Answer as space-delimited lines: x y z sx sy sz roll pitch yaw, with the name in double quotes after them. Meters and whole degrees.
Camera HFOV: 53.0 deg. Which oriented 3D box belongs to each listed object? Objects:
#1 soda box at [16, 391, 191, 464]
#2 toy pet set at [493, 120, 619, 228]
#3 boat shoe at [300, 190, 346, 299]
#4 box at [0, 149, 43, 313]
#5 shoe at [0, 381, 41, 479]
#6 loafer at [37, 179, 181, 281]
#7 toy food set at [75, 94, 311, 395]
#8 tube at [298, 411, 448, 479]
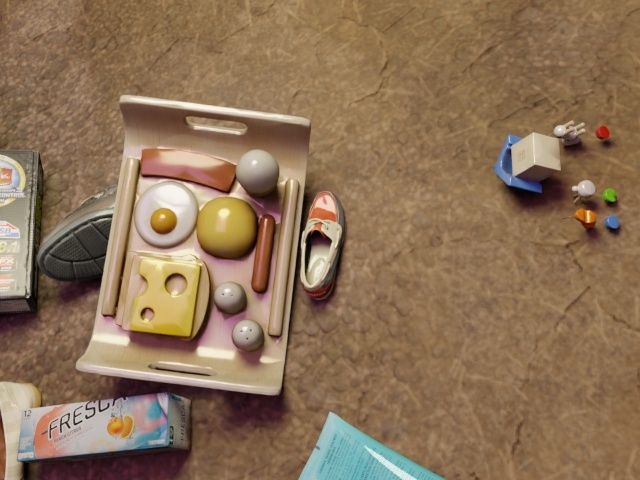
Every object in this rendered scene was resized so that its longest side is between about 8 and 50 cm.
-0.240 0.211 0.716 0.183 0.063 0.058 -10 66 11 "soda box"
0.260 -0.071 0.715 0.114 0.065 0.122 10 70 -19 "toy pet set"
0.000 0.000 0.751 0.049 0.043 0.137 0 67 17 "boat shoe"
-0.503 -0.012 0.816 0.269 0.060 0.216 -1 65 -16 "box"
-0.374 0.270 0.730 0.076 0.058 0.219 -6 67 13 "shoe"
-0.230 -0.040 0.814 0.267 0.096 0.084 -28 44 -5 "loafer"
-0.134 0.002 0.704 0.219 0.092 0.306 7 79 -2 "toy food set"
0.079 0.247 0.629 0.207 0.052 0.080 19 69 26 "tube"
